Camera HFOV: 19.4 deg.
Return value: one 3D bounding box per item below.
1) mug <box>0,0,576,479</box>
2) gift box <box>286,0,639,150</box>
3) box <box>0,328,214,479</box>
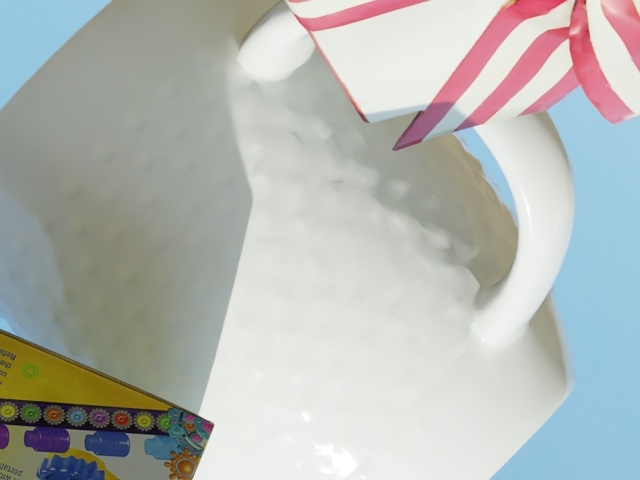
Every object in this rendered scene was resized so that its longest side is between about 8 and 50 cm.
[{"bbox_3d":[0.000,0.000,1.081,0.328,0.374,0.276,46,-131,5],"label":"mug"},{"bbox_3d":[0.062,-0.185,0.683,0.255,0.276,0.258,43,-147,-61],"label":"gift box"},{"bbox_3d":[-0.207,0.236,0.951,0.177,0.290,0.279,23,-127,0],"label":"box"}]
